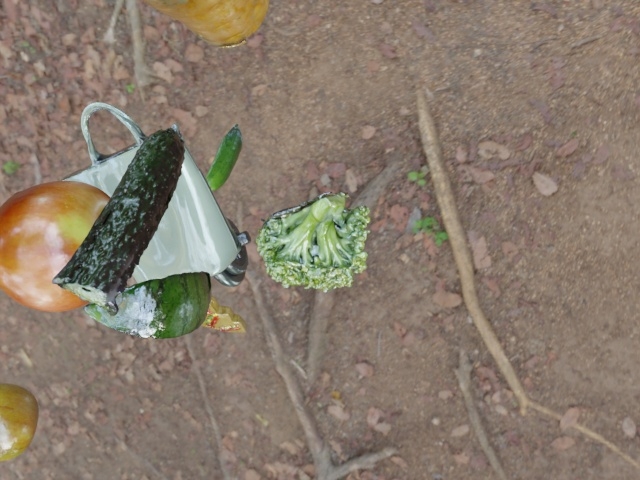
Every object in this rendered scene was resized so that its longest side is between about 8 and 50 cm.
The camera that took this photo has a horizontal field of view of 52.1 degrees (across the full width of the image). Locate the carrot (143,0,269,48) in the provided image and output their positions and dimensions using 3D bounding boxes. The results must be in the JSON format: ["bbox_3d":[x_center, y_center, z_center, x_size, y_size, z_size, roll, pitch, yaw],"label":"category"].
[{"bbox_3d":[-0.242,-0.508,1.169,0.224,0.340,0.224,-3,82,20],"label":"carrot"}]

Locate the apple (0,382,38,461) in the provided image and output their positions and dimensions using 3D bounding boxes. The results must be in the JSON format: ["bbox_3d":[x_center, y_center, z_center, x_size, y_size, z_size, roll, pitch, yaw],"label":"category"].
[{"bbox_3d":[-0.722,0.405,1.461,0.155,0.182,0.182,20,129,-28],"label":"apple"}]

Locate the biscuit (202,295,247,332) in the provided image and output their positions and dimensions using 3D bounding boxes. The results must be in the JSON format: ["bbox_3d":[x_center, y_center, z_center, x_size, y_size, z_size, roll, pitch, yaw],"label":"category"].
[{"bbox_3d":[-0.306,0.212,1.817,0.238,0.041,0.212,29,147,-28],"label":"biscuit"}]

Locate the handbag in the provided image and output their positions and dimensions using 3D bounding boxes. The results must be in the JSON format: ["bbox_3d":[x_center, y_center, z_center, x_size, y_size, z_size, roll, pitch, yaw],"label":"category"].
[{"bbox_3d":[-0.281,-0.067,1.032,0.241,0.109,0.315,-18,118,25],"label":"handbag"}]

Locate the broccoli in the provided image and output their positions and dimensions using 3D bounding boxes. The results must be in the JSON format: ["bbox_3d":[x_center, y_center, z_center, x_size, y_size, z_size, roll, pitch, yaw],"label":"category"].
[{"bbox_3d":[-0.002,0.015,1.339,0.273,0.242,0.181,155,107,-67],"label":"broccoli"}]

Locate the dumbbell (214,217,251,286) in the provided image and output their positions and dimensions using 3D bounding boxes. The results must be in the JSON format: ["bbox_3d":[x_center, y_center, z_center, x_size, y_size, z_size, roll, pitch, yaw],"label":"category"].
[{"bbox_3d":[-0.292,0.044,1.543,0.289,0.192,0.192,-23,98,15],"label":"dumbbell"}]

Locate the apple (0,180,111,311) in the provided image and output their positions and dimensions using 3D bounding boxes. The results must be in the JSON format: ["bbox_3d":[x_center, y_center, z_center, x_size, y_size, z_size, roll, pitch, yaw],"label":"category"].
[{"bbox_3d":[-0.314,0.007,0.783,0.139,0.163,0.164,-7,107,12],"label":"apple"}]

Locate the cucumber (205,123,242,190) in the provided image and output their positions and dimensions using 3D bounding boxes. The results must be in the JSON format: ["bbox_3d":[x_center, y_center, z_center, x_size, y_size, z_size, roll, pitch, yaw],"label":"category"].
[{"bbox_3d":[-0.232,-0.205,1.612,0.056,0.250,0.056,11,143,8],"label":"cucumber"}]

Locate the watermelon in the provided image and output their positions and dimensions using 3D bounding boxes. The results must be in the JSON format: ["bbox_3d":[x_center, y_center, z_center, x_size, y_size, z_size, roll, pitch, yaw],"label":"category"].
[{"bbox_3d":[-0.185,0.062,0.799,0.092,0.181,0.075,29,109,27],"label":"watermelon"}]

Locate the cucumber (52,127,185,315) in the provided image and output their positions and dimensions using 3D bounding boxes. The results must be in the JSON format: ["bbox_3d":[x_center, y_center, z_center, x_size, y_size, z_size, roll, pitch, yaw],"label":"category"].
[{"bbox_3d":[-0.188,-0.027,0.661,0.067,0.245,0.067,7,134,8],"label":"cucumber"}]
